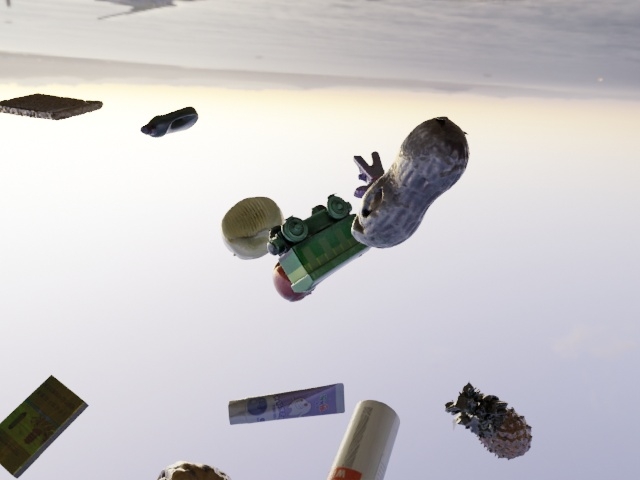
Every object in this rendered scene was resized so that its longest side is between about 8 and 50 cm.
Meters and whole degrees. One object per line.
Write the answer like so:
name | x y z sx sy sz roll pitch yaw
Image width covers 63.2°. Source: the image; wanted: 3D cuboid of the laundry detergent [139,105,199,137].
laundry detergent | -0.532 -0.410 1.813 0.144 0.078 0.222 -21 -170 31

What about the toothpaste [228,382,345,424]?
toothpaste | -0.106 0.525 1.667 0.371 0.125 0.080 -6 -156 -8

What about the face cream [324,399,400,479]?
face cream | 0.052 0.446 0.919 0.102 0.102 0.345 9 -144 21

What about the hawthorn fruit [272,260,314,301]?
hawthorn fruit | -0.092 0.133 1.897 0.173 0.172 0.173 2 -164 -1

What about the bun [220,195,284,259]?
bun | -0.221 -0.033 1.737 0.230 0.145 0.229 -10 -132 11

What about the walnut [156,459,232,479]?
walnut | -0.221 0.445 0.860 0.155 0.155 0.184 -10 173 -38

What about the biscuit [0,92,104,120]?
biscuit | -0.598 -0.292 1.136 0.231 0.025 0.131 13 -150 27

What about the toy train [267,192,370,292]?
toy train | 0.000 0.000 1.445 0.301 0.202 0.120 -31 177 -36

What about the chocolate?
chocolate | 0.138 -0.080 0.808 0.110 0.248 0.110 22 -140 -20

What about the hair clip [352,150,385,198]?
hair clip | 0.138 -0.134 1.253 0.137 0.090 0.278 -14 -148 -8

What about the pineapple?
pineapple | 0.460 0.506 1.459 0.310 0.170 0.141 39 -152 -28

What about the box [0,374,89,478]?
box | -0.634 0.408 1.158 0.121 0.030 0.193 27 -123 21
